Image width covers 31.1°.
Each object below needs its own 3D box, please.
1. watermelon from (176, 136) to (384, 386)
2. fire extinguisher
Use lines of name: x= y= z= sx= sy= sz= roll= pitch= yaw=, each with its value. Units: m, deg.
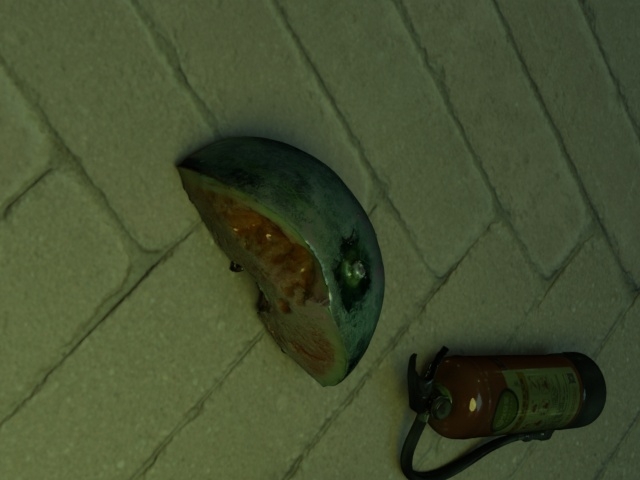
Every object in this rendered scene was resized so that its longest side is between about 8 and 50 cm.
watermelon: x=0.004 y=0.001 z=1.345 sx=0.188 sy=0.175 sz=0.322 roll=-46 pitch=121 yaw=-28
fire extinguisher: x=0.242 y=0.246 z=1.605 sx=0.376 sy=0.113 sz=0.200 roll=6 pitch=90 yaw=-41
